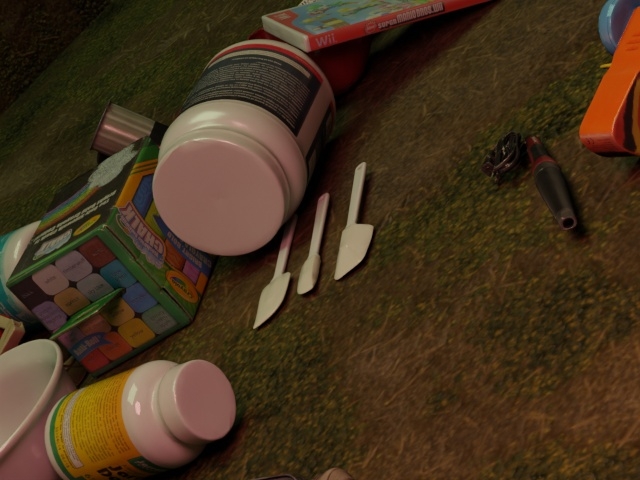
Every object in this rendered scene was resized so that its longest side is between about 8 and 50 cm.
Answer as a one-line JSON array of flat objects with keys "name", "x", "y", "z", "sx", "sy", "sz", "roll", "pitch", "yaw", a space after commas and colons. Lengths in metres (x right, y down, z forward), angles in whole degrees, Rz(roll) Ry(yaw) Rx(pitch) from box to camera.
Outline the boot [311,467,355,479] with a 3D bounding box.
[{"name": "boot", "x": -0.006, "y": 0.254, "z": 1.509, "sx": 0.118, "sy": 0.042, "sz": 0.087, "roll": -53, "pitch": 15, "yaw": -21}]

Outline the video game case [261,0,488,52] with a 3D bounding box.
[{"name": "video game case", "x": 0.081, "y": -0.319, "z": 2.327, "sx": 0.285, "sy": 0.025, "sz": 0.204, "roll": -18, "pitch": 20, "yaw": -14}]

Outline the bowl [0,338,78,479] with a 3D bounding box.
[{"name": "bowl", "x": -0.373, "y": 0.265, "z": 1.979, "sx": 0.298, "sy": 0.134, "sz": 0.298, "roll": -35, "pitch": 22, "yaw": 17}]

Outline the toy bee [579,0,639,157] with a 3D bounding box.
[{"name": "toy bee", "x": 0.368, "y": -0.205, "z": 1.660, "sx": 0.298, "sy": 0.162, "sz": 0.195, "roll": -63, "pitch": 27, "yaw": 10}]

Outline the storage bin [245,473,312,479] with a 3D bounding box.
[{"name": "storage bin", "x": -0.048, "y": 0.268, "z": 1.414, "sx": 0.180, "sy": 0.084, "sz": 0.122, "roll": -17, "pitch": 61, "yaw": 46}]

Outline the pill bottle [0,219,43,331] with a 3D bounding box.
[{"name": "pill bottle", "x": -0.455, "y": 0.067, "z": 2.498, "sx": 0.264, "sy": 0.146, "sz": 0.146, "roll": -20, "pitch": 29, "yaw": 45}]

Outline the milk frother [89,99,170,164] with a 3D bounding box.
[{"name": "milk frother", "x": -0.288, "y": -0.120, "z": 2.594, "sx": 0.143, "sy": 0.135, "sz": 0.129, "roll": -78, "pitch": 11, "yaw": -62}]

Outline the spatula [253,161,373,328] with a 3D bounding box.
[{"name": "spatula", "x": 0.000, "y": 0.000, "z": 2.032, "sx": 0.168, "sy": 0.019, "sz": 0.242, "roll": -37, "pitch": 20, "yaw": 25}]

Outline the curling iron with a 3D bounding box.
[{"name": "curling iron", "x": 0.222, "y": -0.057, "z": 1.732, "sx": 0.068, "sy": 0.035, "sz": 0.274, "roll": -43, "pitch": 20, "yaw": 7}]

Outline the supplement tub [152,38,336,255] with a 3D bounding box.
[{"name": "supplement tub", "x": -0.096, "y": -0.121, "z": 2.173, "sx": 0.191, "sy": 0.191, "sz": 0.272, "roll": -29, "pitch": 20, "yaw": 28}]

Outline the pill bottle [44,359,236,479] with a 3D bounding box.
[{"name": "pill bottle", "x": -0.191, "y": 0.195, "z": 1.826, "sx": 0.208, "sy": 0.117, "sz": 0.117, "roll": -23, "pitch": 27, "yaw": 40}]

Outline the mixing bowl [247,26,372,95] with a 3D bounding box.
[{"name": "mixing bowl", "x": -0.005, "y": -0.256, "z": 2.391, "sx": 0.181, "sy": 0.098, "sz": 0.181, "roll": -11, "pitch": 18, "yaw": 4}]

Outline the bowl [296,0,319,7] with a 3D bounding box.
[{"name": "bowl", "x": 0.037, "y": -0.338, "z": 2.547, "sx": 0.170, "sy": 0.080, "sz": 0.170, "roll": -35, "pitch": 21, "yaw": 15}]

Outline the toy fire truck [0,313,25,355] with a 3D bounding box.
[{"name": "toy fire truck", "x": -0.434, "y": 0.158, "z": 2.337, "sx": 0.192, "sy": 0.047, "sz": 0.135, "roll": -13, "pitch": 63, "yaw": 52}]

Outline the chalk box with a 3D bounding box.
[{"name": "chalk box", "x": -0.264, "y": 0.038, "z": 2.185, "sx": 0.180, "sy": 0.179, "sz": 0.289, "roll": -28, "pitch": 25, "yaw": 28}]

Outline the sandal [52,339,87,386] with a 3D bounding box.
[{"name": "sandal", "x": -0.337, "y": 0.149, "z": 2.247, "sx": 0.049, "sy": 0.072, "sz": 0.180, "roll": -43, "pitch": 13, "yaw": 43}]
